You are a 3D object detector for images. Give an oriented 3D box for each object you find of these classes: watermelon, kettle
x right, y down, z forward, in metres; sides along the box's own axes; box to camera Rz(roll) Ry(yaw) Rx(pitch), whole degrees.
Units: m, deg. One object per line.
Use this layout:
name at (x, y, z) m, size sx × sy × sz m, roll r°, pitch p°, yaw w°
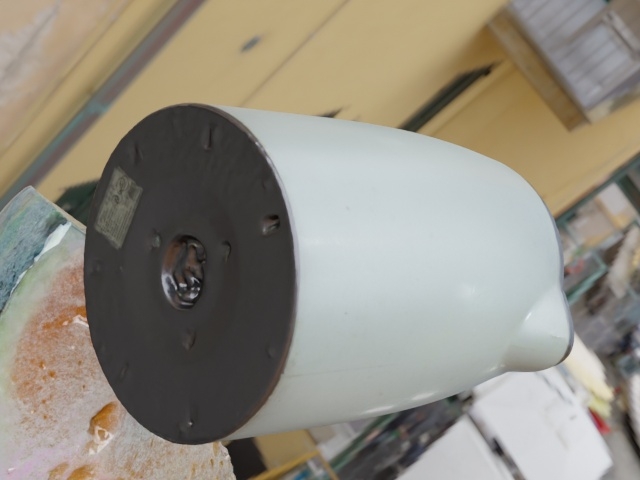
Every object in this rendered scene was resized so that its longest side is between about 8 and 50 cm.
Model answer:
watermelon at (-0.190, 0.108, 0.885) m, size 0.175 × 0.188 × 0.321 m, roll -32°, pitch 125°, yaw -28°
kettle at (0.000, 0.000, 0.692) m, size 0.236 × 0.161 × 0.221 m, roll -1°, pitch 32°, yaw -44°
